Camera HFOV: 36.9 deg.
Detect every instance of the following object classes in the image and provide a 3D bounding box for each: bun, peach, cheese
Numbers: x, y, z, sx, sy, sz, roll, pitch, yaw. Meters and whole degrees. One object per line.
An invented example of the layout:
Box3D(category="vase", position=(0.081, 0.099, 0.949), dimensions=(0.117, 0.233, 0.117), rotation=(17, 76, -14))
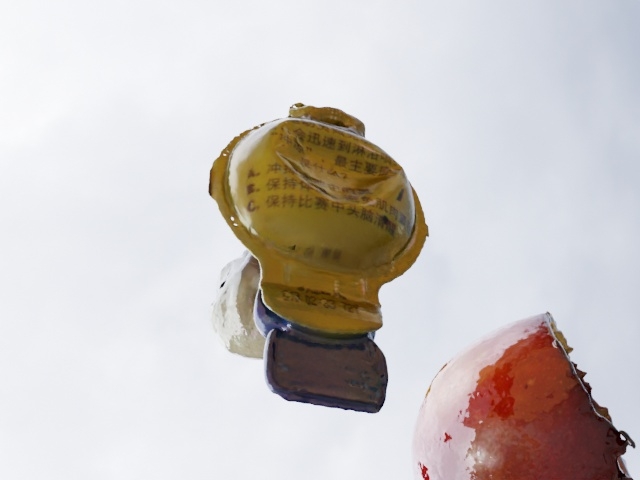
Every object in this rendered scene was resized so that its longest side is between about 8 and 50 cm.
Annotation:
Box3D(category="bun", position=(-0.056, 0.069, 1.511), dimensions=(0.273, 0.272, 0.168), rotation=(-43, -66, -44))
Box3D(category="peach", position=(0.176, 0.165, 0.753), dimensions=(0.190, 0.196, 0.226), rotation=(-27, -42, -51))
Box3D(category="cheese", position=(0.000, 0.000, 0.624), dimensions=(0.156, 0.064, 0.250), rotation=(13, -134, -12))
